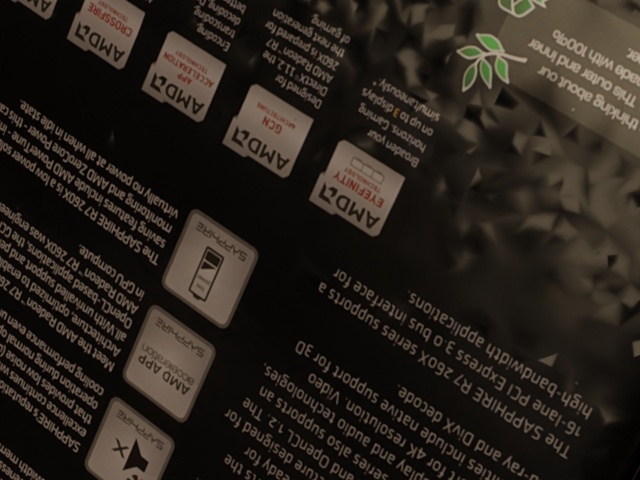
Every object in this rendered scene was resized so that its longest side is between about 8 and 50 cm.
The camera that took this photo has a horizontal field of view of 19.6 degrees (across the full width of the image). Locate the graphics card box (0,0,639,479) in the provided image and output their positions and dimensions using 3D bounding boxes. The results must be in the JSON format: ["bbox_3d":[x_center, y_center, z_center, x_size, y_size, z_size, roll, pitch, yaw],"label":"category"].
[{"bbox_3d":[0.000,0.000,0.490,0.232,0.094,0.371,33,112,26],"label":"graphics card box"}]
